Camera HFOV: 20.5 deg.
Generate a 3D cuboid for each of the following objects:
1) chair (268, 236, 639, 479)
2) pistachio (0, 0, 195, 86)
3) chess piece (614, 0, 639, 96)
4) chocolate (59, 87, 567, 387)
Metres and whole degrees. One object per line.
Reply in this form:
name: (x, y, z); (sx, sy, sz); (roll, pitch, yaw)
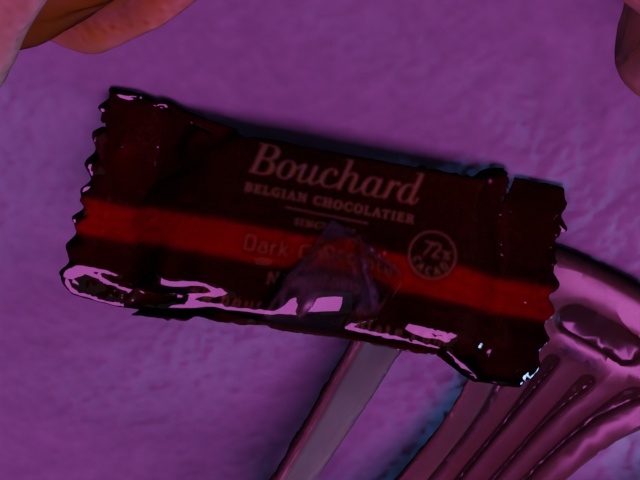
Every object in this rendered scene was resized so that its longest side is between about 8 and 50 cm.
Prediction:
chair: (0.028, 0.175, 0.711); (0.176, 0.183, 0.326); (29, 127, -9)
pistachio: (-0.104, -0.164, 0.435); (0.238, 0.229, 0.321); (42, 141, 27)
chess piece: (0.139, -0.084, 0.545); (0.307, 0.124, 0.139); (29, 96, -21)
chocolate: (0.000, 0.000, 0.651); (0.182, 0.086, 0.028); (14, 174, 0)
